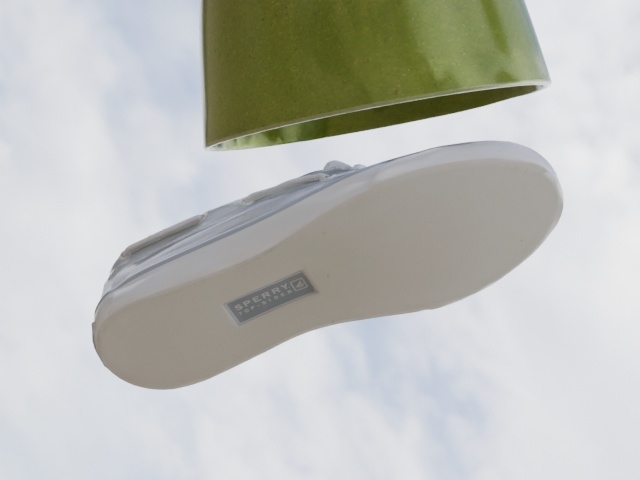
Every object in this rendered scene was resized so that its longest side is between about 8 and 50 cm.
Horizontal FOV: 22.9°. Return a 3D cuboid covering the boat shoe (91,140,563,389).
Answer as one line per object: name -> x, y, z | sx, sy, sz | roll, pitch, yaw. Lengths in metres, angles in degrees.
boat shoe -> 0.000, 0.000, 0.602 | 0.066, 0.184, 0.063 | 54, 17, -35

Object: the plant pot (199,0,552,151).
plant pot -> 0.019, -0.238, 1.234 | 0.275, 0.275, 0.293 | -9, -89, 60
